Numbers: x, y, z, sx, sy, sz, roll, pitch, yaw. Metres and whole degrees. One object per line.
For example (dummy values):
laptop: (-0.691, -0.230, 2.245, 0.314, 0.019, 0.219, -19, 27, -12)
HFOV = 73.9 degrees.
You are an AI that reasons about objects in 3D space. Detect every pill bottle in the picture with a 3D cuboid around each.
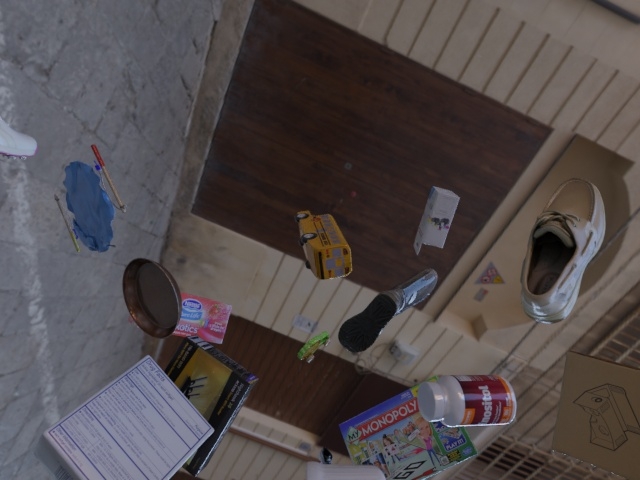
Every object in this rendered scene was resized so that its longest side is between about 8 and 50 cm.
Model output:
pill bottle: (0.252, 0.279, 0.742, 0.086, 0.152, 0.086, -176, -90, -76)

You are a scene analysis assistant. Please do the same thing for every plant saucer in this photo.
plant saucer: (-0.332, 0.113, 0.850, 0.029, 0.168, 0.168, -23, 145, -55)

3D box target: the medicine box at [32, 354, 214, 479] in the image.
medicine box: (-0.462, 0.481, 1.027, 0.149, 0.263, 0.289, -45, 176, 37)

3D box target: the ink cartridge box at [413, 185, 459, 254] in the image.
ink cartridge box: (0.316, -0.049, 1.173, 0.104, 0.061, 0.181, -70, 175, -73)

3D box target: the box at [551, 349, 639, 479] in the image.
box: (0.533, 0.324, 0.787, 0.021, 0.164, 0.201, -2, 100, -55)

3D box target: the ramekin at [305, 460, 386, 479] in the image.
ramekin: (0.050, 0.512, 0.699, 0.277, 0.135, 0.277, 176, -90, -88)

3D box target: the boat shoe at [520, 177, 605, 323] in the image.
boat shoe: (0.430, -0.004, 0.761, 0.109, 0.098, 0.302, 12, -117, 42)

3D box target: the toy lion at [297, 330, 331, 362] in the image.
toy lion: (-0.017, 0.268, 1.088, 0.100, 0.034, 0.096, -39, 157, -20)

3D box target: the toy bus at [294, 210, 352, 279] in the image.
toy bus: (0.000, 0.000, 1.368, 0.333, 0.130, 0.108, -112, -167, -65)

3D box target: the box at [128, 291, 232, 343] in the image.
box: (-0.487, 0.255, 1.484, 0.154, 0.300, 0.142, -4, -111, 55)

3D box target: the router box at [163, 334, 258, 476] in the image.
router box: (-0.366, 0.473, 1.243, 0.309, 0.243, 0.081, -59, 169, -1)

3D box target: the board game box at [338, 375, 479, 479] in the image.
board game box: (0.230, 0.541, 1.160, 0.317, 0.046, 0.214, -31, -125, 8)

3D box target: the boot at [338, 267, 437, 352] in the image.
boot: (0.149, 0.144, 0.915, 0.189, 0.076, 0.208, -45, 169, 31)

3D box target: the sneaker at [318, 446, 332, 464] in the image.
sneaker: (0.022, 0.695, 1.326, 0.069, 0.038, 0.098, 107, -34, -41)

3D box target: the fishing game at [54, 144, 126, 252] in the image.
fishing game: (-0.453, -0.067, 0.846, 0.264, 0.189, 0.041, -28, 177, 41)

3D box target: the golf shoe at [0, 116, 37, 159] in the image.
golf shoe: (-0.704, -0.253, 0.853, 0.306, 0.115, 0.140, 11, 99, -75)
